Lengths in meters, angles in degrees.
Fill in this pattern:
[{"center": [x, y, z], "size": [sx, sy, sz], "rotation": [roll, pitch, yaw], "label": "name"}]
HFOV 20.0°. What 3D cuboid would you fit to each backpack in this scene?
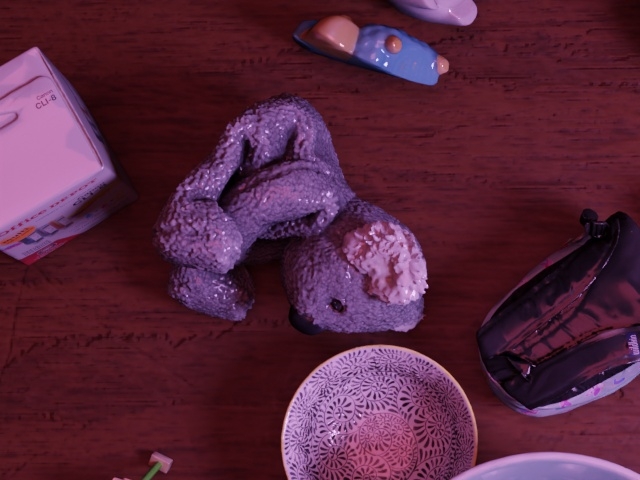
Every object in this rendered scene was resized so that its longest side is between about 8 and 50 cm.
[{"center": [0.225, 0.080, 1.577], "size": [0.182, 0.115, 0.152], "rotation": [-34, 69, 0], "label": "backpack"}]

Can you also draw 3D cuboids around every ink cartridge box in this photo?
[{"center": [-0.257, -0.071, 1.604], "size": [0.128, 0.176, 0.127], "rotation": [-31, 81, 0], "label": "ink cartridge box"}]

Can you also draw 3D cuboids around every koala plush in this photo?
[{"center": [0.000, 0.000, 1.573], "size": [0.221, 0.196, 0.203], "rotation": [31, 76, 12], "label": "koala plush"}]

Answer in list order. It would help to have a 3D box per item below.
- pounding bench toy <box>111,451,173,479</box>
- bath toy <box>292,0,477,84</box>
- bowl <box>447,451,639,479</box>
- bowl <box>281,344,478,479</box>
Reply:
[{"center": [-0.159, 0.228, 1.610], "size": [0.052, 0.065, 0.083], "rotation": [17, 83, 7], "label": "pounding bench toy"}, {"center": [0.096, -0.319, 1.644], "size": [0.129, 0.151, 0.348], "rotation": [20, 83, 50], "label": "bath toy"}, {"center": [0.189, 0.334, 1.519], "size": [0.311, 0.163, 0.312], "rotation": [-1, 82, 4], "label": "bowl"}, {"center": [0.053, 0.179, 1.593], "size": [0.170, 0.080, 0.170], "rotation": [-1, 81, 4], "label": "bowl"}]
